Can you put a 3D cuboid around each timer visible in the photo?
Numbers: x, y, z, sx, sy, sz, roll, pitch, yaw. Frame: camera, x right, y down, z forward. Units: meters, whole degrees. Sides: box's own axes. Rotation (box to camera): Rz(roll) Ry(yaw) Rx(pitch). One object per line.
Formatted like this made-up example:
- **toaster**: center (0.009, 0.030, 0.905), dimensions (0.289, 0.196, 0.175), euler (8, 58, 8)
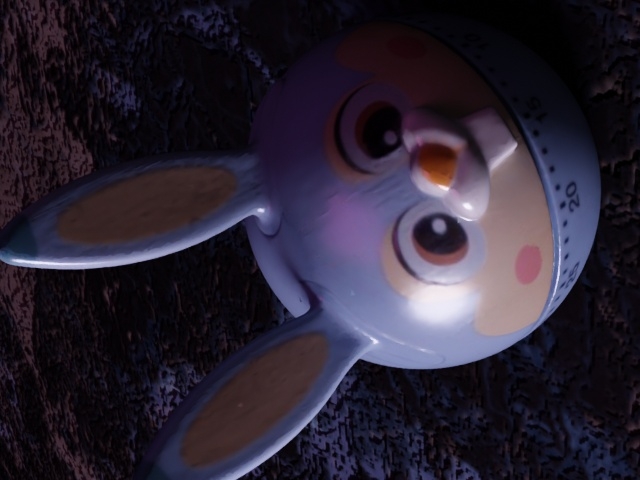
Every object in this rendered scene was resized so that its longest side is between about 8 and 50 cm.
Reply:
- **timer**: center (0.018, -0.011, 0.709), dimensions (0.175, 0.255, 0.175), euler (9, 107, 30)
